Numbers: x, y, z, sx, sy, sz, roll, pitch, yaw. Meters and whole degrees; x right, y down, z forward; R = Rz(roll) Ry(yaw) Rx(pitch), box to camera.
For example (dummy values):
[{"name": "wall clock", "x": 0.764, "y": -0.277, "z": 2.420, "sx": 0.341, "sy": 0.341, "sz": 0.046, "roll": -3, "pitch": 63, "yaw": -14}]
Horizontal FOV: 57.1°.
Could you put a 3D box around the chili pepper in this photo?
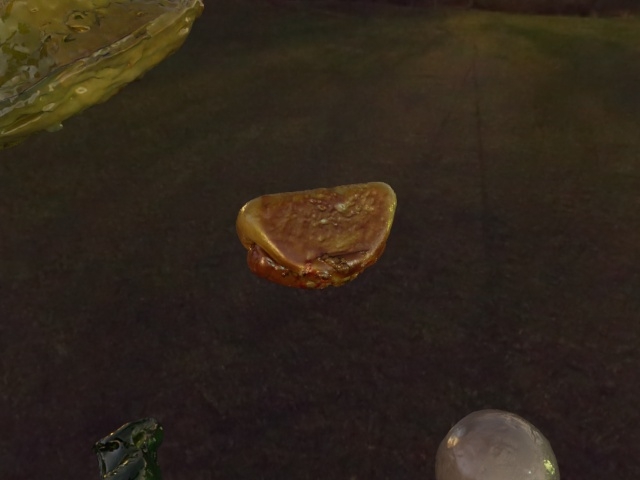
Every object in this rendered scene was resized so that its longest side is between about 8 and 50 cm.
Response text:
[{"name": "chili pepper", "x": -0.334, "y": 0.420, "z": 1.033, "sx": 0.148, "sy": 0.116, "sz": 0.264, "roll": -32, "pitch": 13, "yaw": -7}]

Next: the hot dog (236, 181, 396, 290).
[{"name": "hot dog", "x": 0.000, "y": 0.000, "z": 0.936, "sx": 0.256, "sy": 0.153, "sz": 0.150, "roll": -8, "pitch": -6, "yaw": -17}]

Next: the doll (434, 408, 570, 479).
[{"name": "doll", "x": 0.256, "y": 0.315, "z": 0.641, "sx": 0.151, "sy": 0.151, "sz": 0.287, "roll": -16, "pitch": 39, "yaw": -32}]

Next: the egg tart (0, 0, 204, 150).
[{"name": "egg tart", "x": -0.378, "y": -0.289, "z": 0.831, "sx": 0.443, "sy": 0.178, "sz": 0.443, "roll": -18, "pitch": 31, "yaw": 12}]
